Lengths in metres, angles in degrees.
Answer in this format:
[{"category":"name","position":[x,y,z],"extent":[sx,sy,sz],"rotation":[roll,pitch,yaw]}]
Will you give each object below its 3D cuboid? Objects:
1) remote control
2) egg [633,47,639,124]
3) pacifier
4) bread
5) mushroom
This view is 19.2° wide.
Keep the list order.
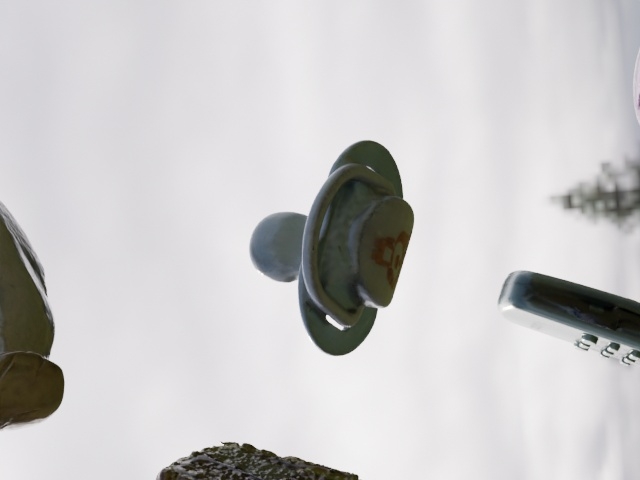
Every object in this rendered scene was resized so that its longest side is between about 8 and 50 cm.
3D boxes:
[{"category":"remote control","position":[0.315,0.095,1.820],"extent":[0.140,0.296,0.056],"rotation":[85,-157,-80]},{"category":"egg","position":[0.379,-0.143,1.693],"extent":[0.271,0.196,0.196],"rotation":[55,-147,-74]},{"category":"pacifier","position":[0.000,0.000,2.385],"extent":[0.227,0.207,0.279],"rotation":[38,-116,-51]},{"category":"bread","position":[-0.052,0.283,1.929],"extent":[0.181,0.222,0.096],"rotation":[-16,-61,-66]},{"category":"mushroom","position":[-0.420,0.089,2.467],"extent":[0.407,0.137,0.154],"rotation":[-110,4,-46]}]
